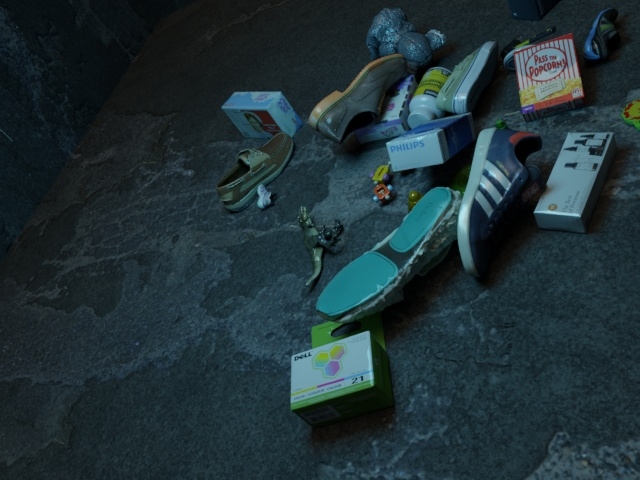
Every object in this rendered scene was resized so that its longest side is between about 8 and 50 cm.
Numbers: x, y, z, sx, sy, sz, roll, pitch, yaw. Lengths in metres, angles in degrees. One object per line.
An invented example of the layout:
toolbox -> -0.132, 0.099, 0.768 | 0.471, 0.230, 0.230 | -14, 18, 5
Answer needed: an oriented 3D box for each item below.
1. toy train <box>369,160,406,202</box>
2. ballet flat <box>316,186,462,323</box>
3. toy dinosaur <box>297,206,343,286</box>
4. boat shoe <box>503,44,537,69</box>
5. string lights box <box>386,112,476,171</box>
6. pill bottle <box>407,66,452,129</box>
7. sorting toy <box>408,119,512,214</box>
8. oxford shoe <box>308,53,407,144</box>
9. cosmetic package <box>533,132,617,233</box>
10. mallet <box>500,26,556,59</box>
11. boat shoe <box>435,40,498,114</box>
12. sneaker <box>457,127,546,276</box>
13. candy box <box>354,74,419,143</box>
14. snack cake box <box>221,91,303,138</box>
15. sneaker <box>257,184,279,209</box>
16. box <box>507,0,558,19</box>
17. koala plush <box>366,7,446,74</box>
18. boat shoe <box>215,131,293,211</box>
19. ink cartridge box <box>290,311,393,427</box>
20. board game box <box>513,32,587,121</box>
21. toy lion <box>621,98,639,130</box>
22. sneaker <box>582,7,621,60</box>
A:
toy train -> 0.201, -0.165, 1.550 | 0.166, 0.046, 0.125 | -40, 41, 2
ballet flat -> 0.179, 0.058, 1.276 | 0.409, 0.147, 0.147 | -43, 39, -2
toy dinosaur -> 0.000, 0.000, 1.531 | 0.118, 0.064, 0.268 | -30, 41, 20
boat shoe -> 0.578, -0.477, 1.549 | 0.183, 0.065, 0.083 | -5, 50, 33
string lights box -> 0.282, -0.249, 1.446 | 0.133, 0.076, 0.260 | -5, 18, 35
pill bottle -> 0.312, -0.394, 1.639 | 0.103, 0.103, 0.184 | 3, 54, 39
sorting toy -> 0.330, -0.154, 1.375 | 0.365, 0.126, 0.127 | -43, 39, -5
oxford shoe -> 0.139, -0.405, 1.687 | 0.364, 0.130, 0.133 | -41, 71, -14
cosmetic package -> 0.545, -0.129, 1.237 | 0.099, 0.060, 0.239 | 7, 57, 42
mallet -> 0.564, -0.538, 1.586 | 0.062, 0.039, 0.190 | -44, 13, -8
boat shoe -> 0.408, -0.457, 1.593 | 0.094, 0.109, 0.302 | 16, 51, 27
sneaker -> 0.391, -0.087, 1.230 | 0.148, 0.131, 0.349 | 5, 71, 30
candy box -> 0.200, -0.394, 1.750 | 0.165, 0.070, 0.196 | -5, 49, 34
snack cake box -> -0.207, -0.440, 2.042 | 0.264, 0.152, 0.089 | 14, 61, 44
sneaker -> -0.160, -0.144, 1.810 | 0.069, 0.038, 0.098 | -20, 52, 18
box -> 0.654, -0.782, 1.721 | 0.207, 0.153, 0.108 | -46, 40, -8
koala plush -> 0.271, -0.613, 1.837 | 0.196, 0.203, 0.221 | -39, 51, -1
boat shoe -> -0.211, -0.241, 1.877 | 0.123, 0.116, 0.324 | 18, 64, 46
ink cartridge box -> 0.039, 0.242, 1.231 | 0.189, 0.097, 0.255 | -22, 42, 19
board game box -> 0.573, -0.408, 1.456 | 0.147, 0.045, 0.193 | -13, 64, 28
toy lion -> 0.717, -0.278, 1.279 | 0.096, 0.034, 0.100 | -7, 48, 42
sneaker -> 0.732, -0.523, 1.490 | 0.078, 0.067, 0.188 | 19, 61, 22
